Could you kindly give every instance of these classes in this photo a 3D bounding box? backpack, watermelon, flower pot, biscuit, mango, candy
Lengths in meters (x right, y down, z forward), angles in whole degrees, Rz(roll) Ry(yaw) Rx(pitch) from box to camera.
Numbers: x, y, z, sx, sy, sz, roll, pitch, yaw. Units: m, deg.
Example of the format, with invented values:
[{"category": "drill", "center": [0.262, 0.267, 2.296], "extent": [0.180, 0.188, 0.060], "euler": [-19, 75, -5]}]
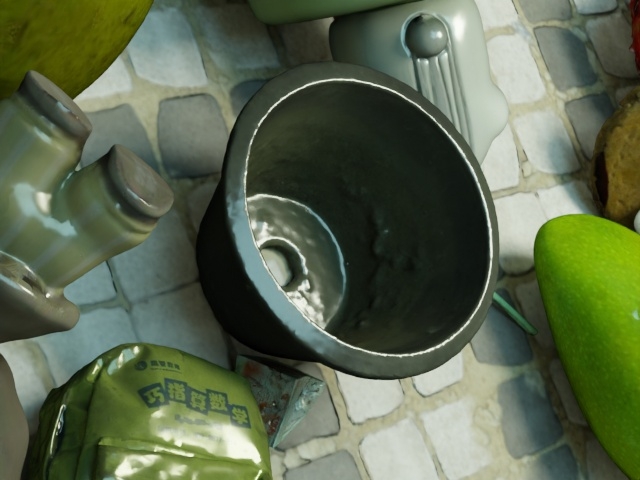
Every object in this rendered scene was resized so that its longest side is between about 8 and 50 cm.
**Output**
[{"category": "backpack", "center": [-0.125, 0.205, 1.107], "extent": [0.207, 0.140, 0.253], "euler": [16, 57, -29]}, {"category": "watermelon", "center": [-0.027, 0.124, 1.251], "extent": [0.085, 0.061, 0.085], "euler": [9, 69, -24]}, {"category": "flower pot", "center": [0.000, 0.000, 1.256], "extent": [0.269, 0.166, 0.269], "euler": [11, 68, -31]}, {"category": "biscuit", "center": [0.384, -0.074, 1.541], "extent": [0.226, 0.226, 0.042], "euler": [41, 22, -16]}, {"category": "mango", "center": [0.318, 0.118, 1.441], "extent": [0.343, 0.156, 0.192], "euler": [51, 44, -2]}, {"category": "candy", "center": [0.140, 0.032, 1.422], "extent": [0.202, 0.061, 0.061], "euler": [41, 53, -25]}]

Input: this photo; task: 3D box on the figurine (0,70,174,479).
[{"category": "figurine", "center": [-0.254, 0.077, 0.959], "extent": [0.248, 0.203, 0.380], "euler": [39, 90, -26]}]

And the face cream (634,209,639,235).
[{"category": "face cream", "center": [0.410, 0.074, 1.544], "extent": [0.082, 0.082, 0.269], "euler": [-48, 117, -38]}]

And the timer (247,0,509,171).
[{"category": "timer", "center": [0.074, -0.195, 1.352], "extent": [0.291, 0.290, 0.315], "euler": [-24, 107, -39]}]

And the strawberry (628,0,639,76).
[{"category": "strawberry", "center": [0.468, -0.191, 1.629], "extent": [0.238, 0.250, 0.288], "euler": [-32, 130, -19]}]

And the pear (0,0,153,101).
[{"category": "pear", "center": [-0.270, -0.234, 1.042], "extent": [0.352, 0.352, 0.413], "euler": [53, 49, -6]}]
